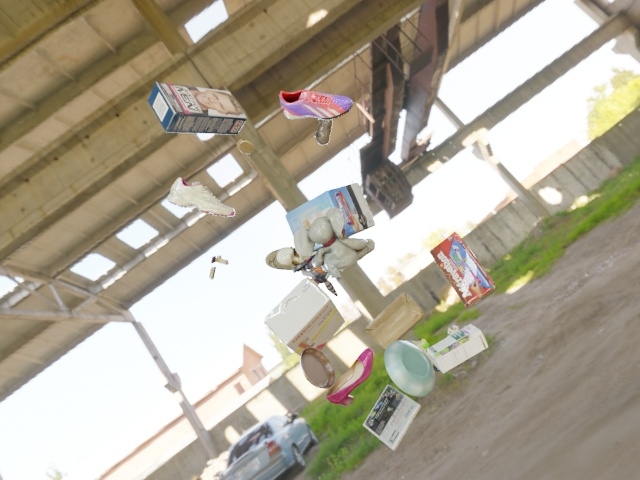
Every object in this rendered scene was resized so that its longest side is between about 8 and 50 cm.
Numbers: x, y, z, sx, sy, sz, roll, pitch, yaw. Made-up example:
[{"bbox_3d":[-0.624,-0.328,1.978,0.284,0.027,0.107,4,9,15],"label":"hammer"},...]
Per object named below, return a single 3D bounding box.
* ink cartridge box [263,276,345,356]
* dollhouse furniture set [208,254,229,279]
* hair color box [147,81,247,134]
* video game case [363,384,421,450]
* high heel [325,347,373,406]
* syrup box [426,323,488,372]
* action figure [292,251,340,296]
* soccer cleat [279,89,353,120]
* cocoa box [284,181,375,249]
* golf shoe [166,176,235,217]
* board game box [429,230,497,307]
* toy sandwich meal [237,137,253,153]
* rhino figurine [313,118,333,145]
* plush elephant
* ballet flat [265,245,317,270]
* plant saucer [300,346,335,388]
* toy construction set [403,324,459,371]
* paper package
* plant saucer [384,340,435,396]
[{"bbox_3d":[-0.061,0.372,1.986,0.279,0.160,0.384,-46,-28,-10],"label":"ink cartridge box"},{"bbox_3d":[-0.476,0.135,2.077,0.091,0.081,0.114,-30,-47,-84],"label":"dollhouse furniture set"},{"bbox_3d":[-0.491,-0.529,1.766,0.347,0.174,0.105,-14,-25,-49],"label":"hair color box"},{"bbox_3d":[0.275,0.680,1.688,0.022,0.173,0.190,44,-105,-34],"label":"video game case"},{"bbox_3d":[0.111,0.506,1.647,0.117,0.082,0.244,37,-98,-36],"label":"high heel"},{"bbox_3d":[0.603,0.474,1.918,0.237,0.096,0.093,-29,10,-4],"label":"syrup box"},{"bbox_3d":[0.044,0.149,2.302,0.341,0.178,0.330,-33,-32,-8],"label":"action figure"},{"bbox_3d":[-0.023,-0.581,1.834,0.116,0.318,0.108,59,-139,-56],"label":"soccer cleat"},{"bbox_3d":[0.039,-0.097,2.096,0.228,0.231,0.347,-19,-4,-43],"label":"cocoa box"},{"bbox_3d":[-0.529,-0.192,1.967,0.115,0.306,0.140,-163,89,-79],"label":"golf shoe"},{"bbox_3d":[0.573,0.115,1.769,0.145,0.281,0.027,-44,-32,26],"label":"board game box"},{"bbox_3d":[-0.369,-0.465,2.145,0.085,0.085,0.029,-48,26,36],"label":"toy sandwich meal"},{"bbox_3d":[0.025,-0.593,2.188,0.073,0.106,0.243,1,-57,-19],"label":"rhino figurine"},{"bbox_3d":[0.044,-0.001,1.835,0.272,0.255,0.330,-21,7,21],"label":"plush elephant"},{"bbox_3d":[-0.121,0.112,2.779,0.483,0.164,0.182,7,-25,3],"label":"ballet flat"},{"bbox_3d":[-0.016,0.480,1.621,0.029,0.168,0.168,-45,-15,26],"label":"plant saucer"},{"bbox_3d":[0.626,0.591,2.360,0.328,0.215,0.151,-19,-6,-12],"label":"toy construction set"},{"bbox_3d":[0.425,0.469,2.481,0.309,0.168,0.325,-42,-18,0],"label":"paper package"},{"bbox_3d":[0.299,0.403,1.408,0.195,0.195,0.037,-24,-26,-45],"label":"plant saucer"}]
